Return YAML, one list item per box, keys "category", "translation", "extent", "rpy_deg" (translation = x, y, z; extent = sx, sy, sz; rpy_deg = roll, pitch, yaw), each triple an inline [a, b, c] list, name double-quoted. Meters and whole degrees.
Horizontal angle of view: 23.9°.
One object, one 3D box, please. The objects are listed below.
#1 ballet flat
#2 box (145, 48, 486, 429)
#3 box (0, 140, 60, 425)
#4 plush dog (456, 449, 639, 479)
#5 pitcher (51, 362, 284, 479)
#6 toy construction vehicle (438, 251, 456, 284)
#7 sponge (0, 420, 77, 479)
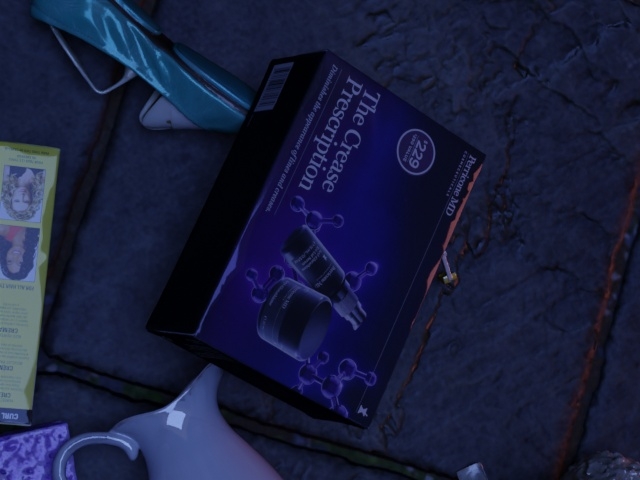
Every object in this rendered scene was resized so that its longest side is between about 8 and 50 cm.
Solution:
- category: "ballet flat"
  translation: [-0.151, -0.150, 1.323]
  extent: [0.247, 0.083, 0.087]
  rpy_deg: [38, 103, -8]
- category: "box"
  translation: [0.000, 0.000, 1.270]
  extent: [0.184, 0.103, 0.261]
  rpy_deg: [31, 76, -28]
- category: "box"
  translation: [-0.262, 0.037, 1.274]
  extent: [0.058, 0.087, 0.232]
  rpy_deg: [6, 84, -15]
- category: "plush dog"
  translation: [0.193, 0.300, 1.287]
  extent: [0.210, 0.225, 0.262]
  rpy_deg: [15, 83, -12]
- category: "pitcher"
  translation: [-0.113, 0.231, 1.278]
  extent: [0.177, 0.125, 0.207]
  rpy_deg: [-26, 83, -13]
- category: "toy construction vehicle"
  translation: [0.072, 0.004, 1.376]
  extent: [0.086, 0.035, 0.098]
  rpy_deg: [-21, 91, -13]
- category: "sponge"
  translation: [-0.255, 0.267, 1.279]
  extent: [0.117, 0.031, 0.210]
  rpy_deg: [-9, 89, -21]
